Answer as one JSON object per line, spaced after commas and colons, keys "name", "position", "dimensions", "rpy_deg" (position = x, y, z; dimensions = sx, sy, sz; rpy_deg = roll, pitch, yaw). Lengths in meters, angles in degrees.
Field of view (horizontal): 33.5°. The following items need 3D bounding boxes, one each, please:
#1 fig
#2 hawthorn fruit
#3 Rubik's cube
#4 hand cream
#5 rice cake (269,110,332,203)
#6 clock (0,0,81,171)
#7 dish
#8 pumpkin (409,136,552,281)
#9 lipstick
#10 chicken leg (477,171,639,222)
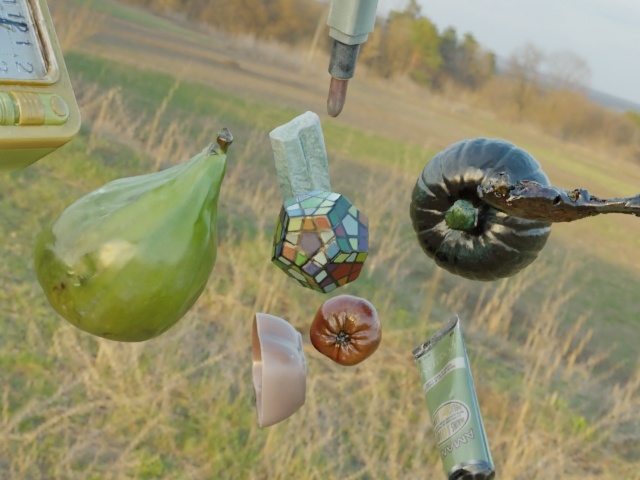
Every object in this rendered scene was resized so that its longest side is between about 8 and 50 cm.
{"name": "fig", "position": [-0.246, -0.001, 1.410], "dimensions": [0.233, 0.314, 0.233], "rpy_deg": [18, 45, -19]}
{"name": "hawthorn fruit", "position": [0.045, 0.144, 1.827], "dimensions": [0.125, 0.125, 0.140], "rpy_deg": [17, 50, -4]}
{"name": "Rubik's cube", "position": [0.000, 0.000, 1.348], "dimensions": [0.133, 0.133, 0.112], "rpy_deg": [21, 8, 14]}
{"name": "hand cream", "position": [0.158, 0.201, 1.273], "dimensions": [0.055, 0.086, 0.235], "rpy_deg": [25, 36, -32]}
{"name": "rice cake", "position": [-0.020, -0.073, 1.585], "dimensions": [0.085, 0.226, 0.040], "rpy_deg": [-25, 27, -30]}
{"name": "clock", "position": [-0.303, -0.165, 0.925], "dimensions": [0.096, 0.202, 0.143], "rpy_deg": [-25, -9, 37]}
{"name": "dish", "position": [-0.075, 0.237, 1.970], "dimensions": [0.090, 0.213, 0.213], "rpy_deg": [-2, 15, -9]}
{"name": "pumpkin", "position": [0.258, -0.051, 1.783], "dimensions": [0.248, 0.248, 0.248], "rpy_deg": [17, 12, -4]}
{"name": "lipstick", "position": [0.018, -0.135, 0.734], "dimensions": [0.025, 0.107, 0.025], "rpy_deg": [-19, 41, -41]}
{"name": "chicken leg", "position": [0.346, -0.057, 1.510], "dimensions": [0.253, 0.051, 0.106], "rpy_deg": [4, -11, -4]}
